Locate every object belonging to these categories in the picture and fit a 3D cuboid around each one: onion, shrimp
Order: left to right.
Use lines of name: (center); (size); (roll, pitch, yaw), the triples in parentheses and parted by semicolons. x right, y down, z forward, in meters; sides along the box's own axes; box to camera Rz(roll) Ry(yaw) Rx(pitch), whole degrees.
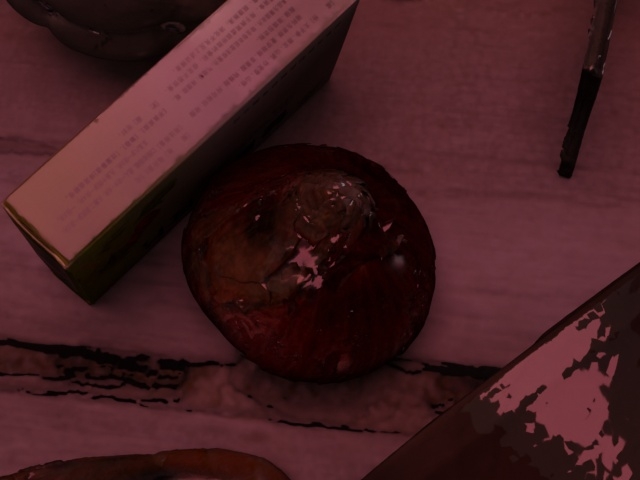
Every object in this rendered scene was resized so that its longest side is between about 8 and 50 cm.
shrimp: (-0.128, 0.205, 0.746); (0.250, 0.052, 0.144); (1, 71, 5)
onion: (0.000, 0.000, 0.764); (0.184, 0.147, 0.184); (10, 53, -13)

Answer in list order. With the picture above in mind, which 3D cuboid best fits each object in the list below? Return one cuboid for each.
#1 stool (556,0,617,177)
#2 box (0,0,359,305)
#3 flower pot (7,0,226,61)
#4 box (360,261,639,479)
stool: (0.317, -0.168, 0.789); (0.243, 0.170, 0.270); (13, 71, 11)
box: (-0.091, -0.074, 0.782); (0.062, 0.175, 0.260); (44, 78, 3)
flower pot: (-0.137, -0.252, 0.831); (0.195, 0.246, 0.246); (13, 66, 44)
box: (0.181, 0.145, 0.628); (0.301, 0.301, 0.216); (-33, 76, -8)
